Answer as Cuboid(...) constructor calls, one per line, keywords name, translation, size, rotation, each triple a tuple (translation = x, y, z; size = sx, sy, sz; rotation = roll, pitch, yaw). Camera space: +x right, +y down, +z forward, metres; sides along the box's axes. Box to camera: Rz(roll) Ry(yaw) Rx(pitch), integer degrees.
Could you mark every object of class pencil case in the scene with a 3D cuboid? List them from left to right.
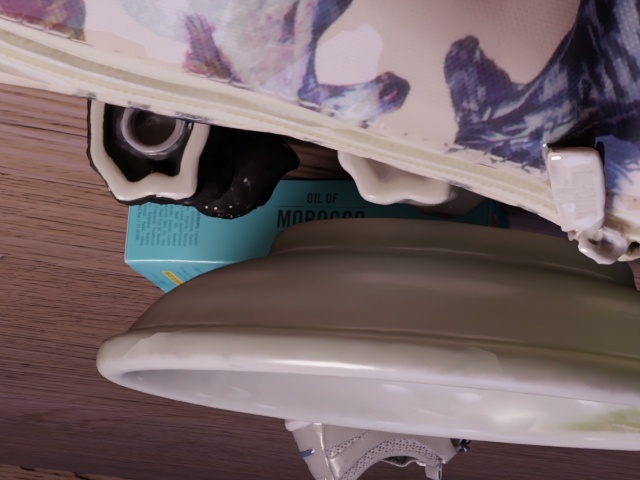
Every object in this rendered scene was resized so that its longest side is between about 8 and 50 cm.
Cuboid(name="pencil case", translation=(-0.031, -0.103, 0.625), size=(0.410, 0.183, 0.160), rotation=(11, 148, -25))

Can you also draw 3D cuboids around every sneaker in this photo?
Cuboid(name="sneaker", translation=(0.099, 0.150, 1.693), size=(0.281, 0.115, 0.105), rotation=(-13, 176, -21))

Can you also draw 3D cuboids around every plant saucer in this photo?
Cuboid(name="plant saucer", translation=(0.073, 0.055, 1.136), size=(0.401, 0.100, 0.400), rotation=(6, 171, 1))

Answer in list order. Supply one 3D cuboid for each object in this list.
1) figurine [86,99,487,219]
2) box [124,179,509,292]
Cuboid(name="figurine", translation=(0.002, -0.052, 1.070), size=(0.215, 0.092, 0.209), rotation=(1, 174, 10))
Cuboid(name="box", translation=(0.000, 0.000, 1.308), size=(0.244, 0.060, 0.100), rotation=(1, 166, 13))
